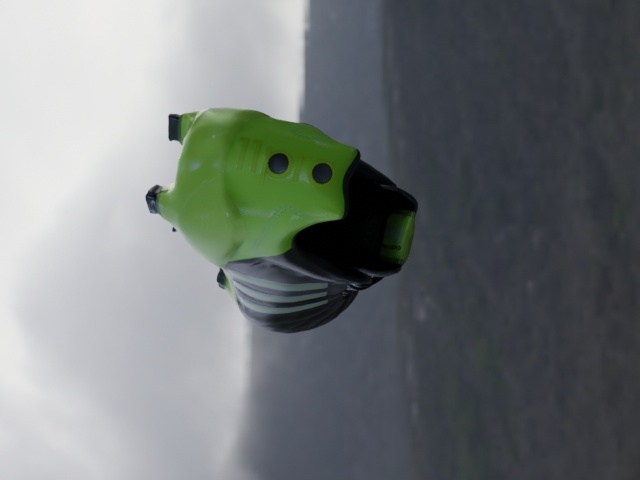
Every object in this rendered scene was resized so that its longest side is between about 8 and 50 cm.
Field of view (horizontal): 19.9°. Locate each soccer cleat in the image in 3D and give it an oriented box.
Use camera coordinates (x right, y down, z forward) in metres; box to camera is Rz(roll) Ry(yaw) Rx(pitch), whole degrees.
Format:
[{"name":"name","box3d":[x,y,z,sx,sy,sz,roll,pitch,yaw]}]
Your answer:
[{"name":"soccer cleat","box3d":[0.000,0.000,0.618,0.179,0.072,0.060,43,-120,-72]}]
